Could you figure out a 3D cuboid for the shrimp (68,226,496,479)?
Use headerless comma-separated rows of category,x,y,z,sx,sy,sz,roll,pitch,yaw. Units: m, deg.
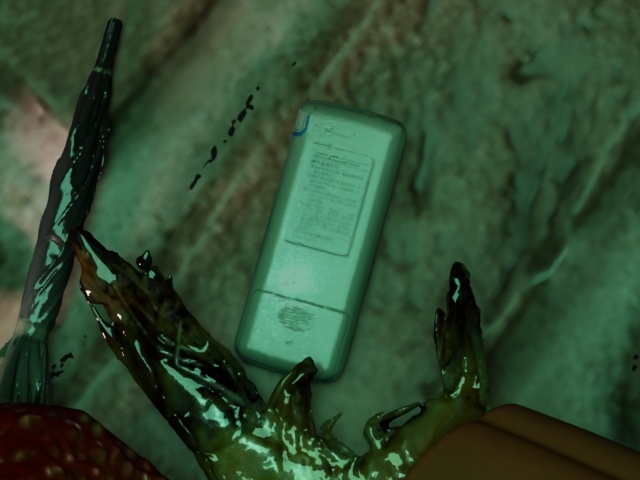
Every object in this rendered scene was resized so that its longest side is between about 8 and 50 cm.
shrimp,-0.009,0.041,0.811,0.148,0.035,0.195,-38,94,16

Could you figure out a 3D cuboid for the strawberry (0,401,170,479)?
strawberry,-0.149,0.201,0.732,0.239,0.250,0.288,-10,63,39

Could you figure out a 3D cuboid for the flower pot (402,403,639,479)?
flower pot,0.102,0.163,0.741,0.173,0.190,0.190,37,86,24

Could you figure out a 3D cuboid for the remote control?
remote control,0.000,0.000,0.847,0.053,0.018,0.124,14,85,7

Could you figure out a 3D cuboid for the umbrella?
umbrella,-0.130,0.024,0.848,0.044,0.044,0.269,13,80,-20
